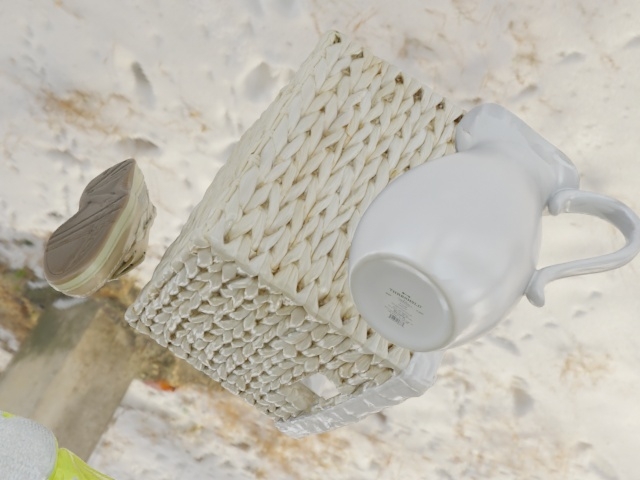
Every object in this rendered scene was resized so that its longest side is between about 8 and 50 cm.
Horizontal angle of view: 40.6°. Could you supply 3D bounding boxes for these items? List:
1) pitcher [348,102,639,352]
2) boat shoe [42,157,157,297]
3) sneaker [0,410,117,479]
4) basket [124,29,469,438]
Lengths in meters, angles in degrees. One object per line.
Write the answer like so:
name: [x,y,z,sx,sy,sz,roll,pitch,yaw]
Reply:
pitcher: [0.131,0.000,0.636,0.178,0.207,0.125,28,136,20]
boat shoe: [-0.250,-0.004,1.052,0.109,0.302,0.098,-26,113,8]
sneaker: [-0.229,0.225,0.747,0.240,0.091,0.126,33,158,-3]
basket: [0.000,0.000,0.970,0.266,0.331,0.328,35,149,-10]
